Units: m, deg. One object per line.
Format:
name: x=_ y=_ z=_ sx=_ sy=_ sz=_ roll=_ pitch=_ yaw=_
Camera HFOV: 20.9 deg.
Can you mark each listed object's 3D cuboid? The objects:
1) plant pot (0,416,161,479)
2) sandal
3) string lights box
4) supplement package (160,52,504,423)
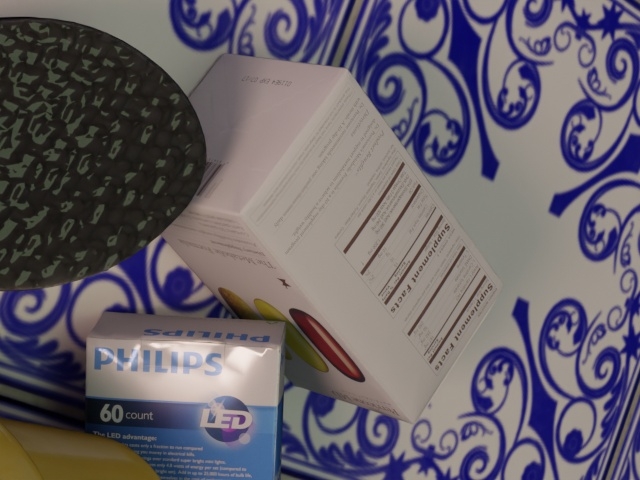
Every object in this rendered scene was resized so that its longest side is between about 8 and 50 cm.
plant pot: x=-0.216 y=0.208 z=1.055 sx=0.239 sy=0.254 sz=0.254 roll=1 pitch=100 yaw=-58
sandal: x=-0.283 y=-0.039 z=1.030 sx=0.446 sy=0.107 sz=0.167 roll=-13 pitch=110 yaw=-26
string lights box: x=-0.095 y=0.186 z=1.208 sx=0.133 sy=0.077 sz=0.259 roll=4 pitch=101 yaw=2
supplement package: x=0.000 y=0.000 z=1.251 sx=0.134 sy=0.139 sz=0.244 roll=-55 pitch=129 yaw=-20
